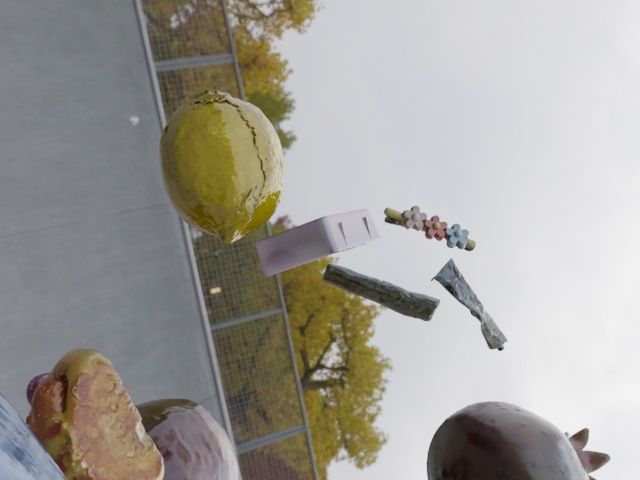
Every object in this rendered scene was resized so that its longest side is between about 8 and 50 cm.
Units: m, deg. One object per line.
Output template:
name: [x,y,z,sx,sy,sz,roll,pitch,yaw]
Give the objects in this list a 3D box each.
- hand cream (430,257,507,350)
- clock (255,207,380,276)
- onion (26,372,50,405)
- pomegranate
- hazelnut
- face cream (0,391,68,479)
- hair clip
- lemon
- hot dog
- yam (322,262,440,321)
hand cream: [0.359,0.163,1.442,0.248,0.075,0.052,51,-50,-3]
clock: [0.000,0.000,1.055,0.150,0.197,0.063,-19,-92,29]
onion: [-0.741,0.417,1.644,0.104,0.115,0.115,-30,-113,30]
pomegranate: [0.340,0.426,1.074,0.290,0.323,0.291,-8,-102,41]
hazelnut: [-0.367,0.559,1.341,0.353,0.420,0.421,-49,-135,22]
face cream: [-0.217,0.257,0.494,0.385,0.086,0.135,64,-9,-12]
hair clip: [0.241,-0.030,1.327,0.056,0.213,0.062,88,22,-67]
lemon: [-0.157,-0.121,0.976,0.204,0.204,0.260,134,-54,-69]
hot dog: [-0.368,0.309,0.951,0.150,0.153,0.257,-16,-78,49]
yam: [0.132,0.113,1.360,0.274,0.061,0.061,20,-47,18]
